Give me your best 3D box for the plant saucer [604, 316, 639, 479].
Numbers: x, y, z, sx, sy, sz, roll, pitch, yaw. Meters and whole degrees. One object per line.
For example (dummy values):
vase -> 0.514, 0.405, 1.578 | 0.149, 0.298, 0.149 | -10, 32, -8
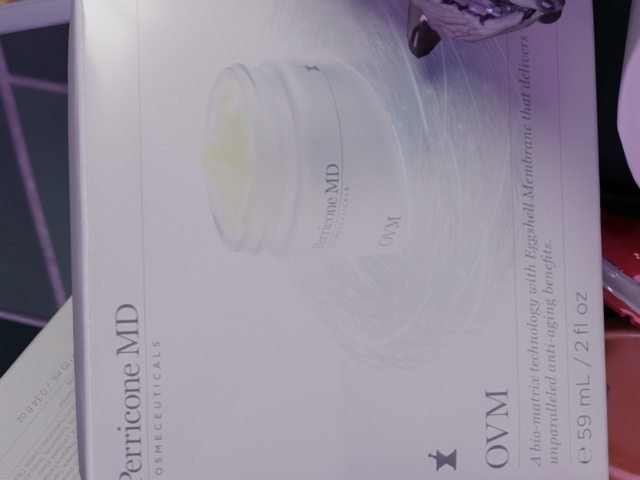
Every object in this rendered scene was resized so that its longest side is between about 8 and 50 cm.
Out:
plant saucer -> 0.214, 0.114, 0.856 | 0.200, 0.037, 0.200 | 14, 138, 13

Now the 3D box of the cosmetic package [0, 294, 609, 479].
cosmetic package -> -0.041, 0.148, 0.722 | 0.284, 0.377, 0.097 | 34, 142, 3

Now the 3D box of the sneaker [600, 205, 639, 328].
sneaker -> 0.228, 0.009, 0.723 | 0.221, 0.087, 0.128 | 38, 98, 16

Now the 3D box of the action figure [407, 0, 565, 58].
action figure -> 0.094, -0.195, 0.435 | 0.341, 0.178, 0.330 | 36, 138, 26

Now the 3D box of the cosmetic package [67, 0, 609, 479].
cosmetic package -> 0.000, 0.000, 0.615 | 0.225, 0.224, 0.138 | -2, 178, -10

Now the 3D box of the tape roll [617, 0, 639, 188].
tape roll -> 0.266, -0.078, 0.535 | 0.286, 0.100, 0.286 | 11, 149, 7

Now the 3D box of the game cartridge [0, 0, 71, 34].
game cartridge -> -0.144, -0.195, 0.625 | 0.297, 0.062, 0.198 | -5, 133, 27
